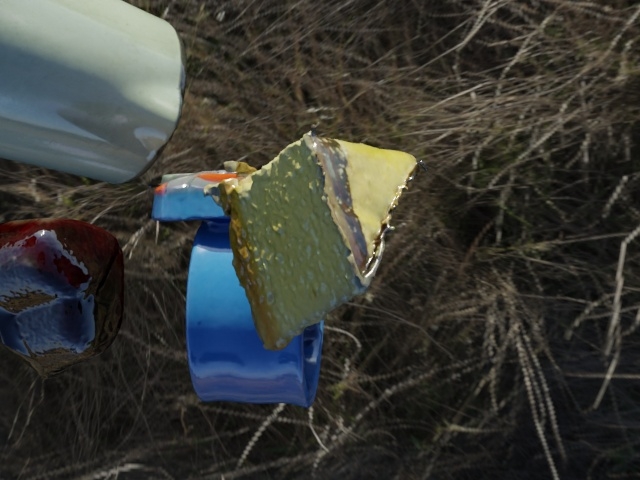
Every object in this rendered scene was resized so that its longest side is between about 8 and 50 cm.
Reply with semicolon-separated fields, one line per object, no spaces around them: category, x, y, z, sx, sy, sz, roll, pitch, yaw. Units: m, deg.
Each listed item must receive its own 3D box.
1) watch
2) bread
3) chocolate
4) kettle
watch;-0.070;0.053;1.140;0.242;0.305;0.274;1;90;8
bread;0.000;0.000;0.730;0.127;0.147;0.152;9;64;-35
chocolate;-0.214;0.043;0.830;0.125;0.080;0.148;-40;117;-50
kettle;-0.397;-0.228;1.153;0.377;0.361;0.250;16;95;-38
